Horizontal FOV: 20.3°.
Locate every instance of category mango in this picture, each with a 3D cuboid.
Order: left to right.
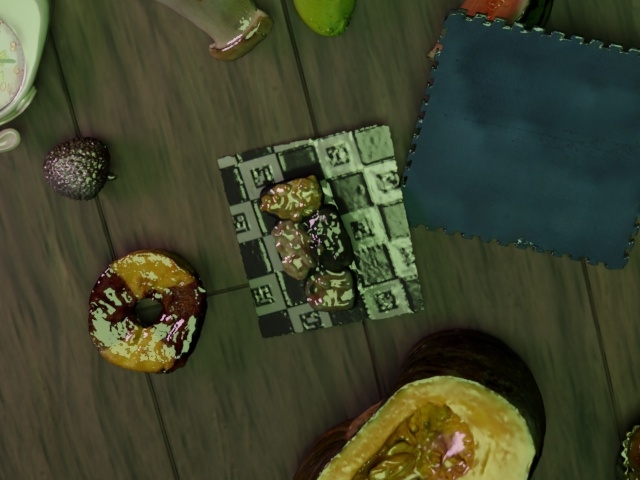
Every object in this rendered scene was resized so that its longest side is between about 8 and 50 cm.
[{"bbox_3d":[0.013,-0.290,1.842,0.091,0.074,0.165,2,105,-2],"label":"mango"}]

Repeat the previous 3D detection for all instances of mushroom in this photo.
[{"bbox_3d":[-0.143,-0.285,1.844,0.225,0.093,0.116,33,122,-17],"label":"mushroom"}]

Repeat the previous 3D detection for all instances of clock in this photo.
[{"bbox_3d":[-0.366,-0.190,1.879,0.151,0.062,0.191,10,105,-3],"label":"clock"}]

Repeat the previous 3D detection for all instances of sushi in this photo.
[{"bbox_3d":[0.000,0.000,1.920,0.192,0.050,0.215,-11,105,11],"label":"sushi"}]

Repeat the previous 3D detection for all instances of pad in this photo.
[{"bbox_3d":[0.231,-0.101,1.884,0.269,0.012,0.269,13,122,-4],"label":"pad"}]

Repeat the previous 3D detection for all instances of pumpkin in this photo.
[{"bbox_3d":[0.122,0.257,1.960,0.222,0.139,0.317,42,99,-7],"label":"pumpkin"}]

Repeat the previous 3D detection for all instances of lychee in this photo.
[{"bbox_3d":[-0.256,-0.077,1.909,0.083,0.068,0.067,3,64,2],"label":"lychee"}]

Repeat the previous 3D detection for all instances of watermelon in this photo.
[{"bbox_3d":[0.194,-0.229,1.860,0.087,0.069,0.163,35,101,-9],"label":"watermelon"}]

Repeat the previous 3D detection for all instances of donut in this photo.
[{"bbox_3d":[-0.186,0.075,1.950,0.140,0.059,0.140,0,106,1],"label":"donut"}]

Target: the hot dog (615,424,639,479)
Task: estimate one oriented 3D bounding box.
[{"bbox_3d":[0.454,0.283,1.989,0.270,0.082,0.163,16,106,-5],"label":"hot dog"}]
